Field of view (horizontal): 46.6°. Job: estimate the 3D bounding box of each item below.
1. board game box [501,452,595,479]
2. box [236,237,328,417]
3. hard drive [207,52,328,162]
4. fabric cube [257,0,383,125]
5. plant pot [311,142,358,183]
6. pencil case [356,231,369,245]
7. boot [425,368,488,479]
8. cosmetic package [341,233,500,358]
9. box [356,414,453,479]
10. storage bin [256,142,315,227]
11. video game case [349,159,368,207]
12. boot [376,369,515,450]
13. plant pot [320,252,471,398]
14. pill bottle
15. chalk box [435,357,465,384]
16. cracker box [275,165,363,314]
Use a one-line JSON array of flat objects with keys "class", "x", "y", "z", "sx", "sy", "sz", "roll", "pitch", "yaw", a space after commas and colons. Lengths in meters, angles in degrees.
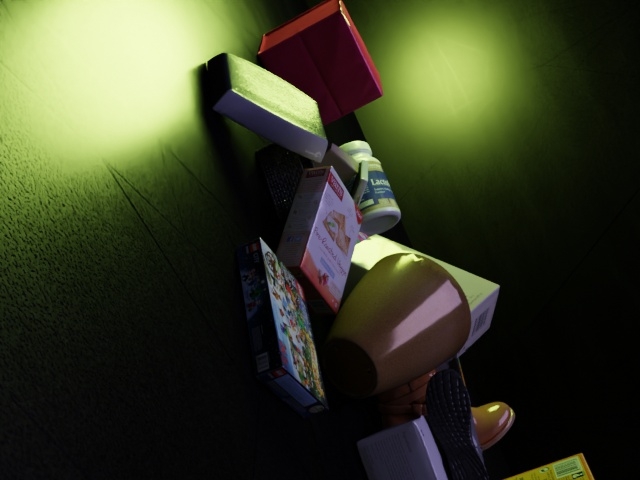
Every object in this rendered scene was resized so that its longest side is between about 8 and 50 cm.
[{"class": "board game box", "x": 0.532, "y": 0.771, "z": 1.717, "sx": 0.356, "sy": 0.356, "sz": 0.356, "roll": -26, "pitch": 93, "yaw": -79}, {"class": "box", "x": -0.058, "y": 0.131, "z": 1.125, "sx": 0.159, "sy": 0.044, "sz": 0.233, "roll": 52, "pitch": 18, "yaw": -49}, {"class": "hard drive", "x": -0.098, "y": -0.262, "z": 1.447, "sx": 0.255, "sy": 0.054, "sz": 0.172, "roll": 23, "pitch": 37, "yaw": -33}, {"class": "fabric cube", "x": 0.001, "y": -0.491, "z": 2.072, "sx": 0.258, "sy": 0.259, "sz": 0.254, "roll": 59, "pitch": 15, "yaw": -25}, {"class": "plant pot", "x": 0.033, "y": -0.203, "z": 2.042, "sx": 0.096, "sy": 0.109, "sz": 0.109, "roll": 50, "pitch": 16, "yaw": -13}, {"class": "pencil case", "x": 0.054, "y": 0.017, "z": 1.722, "sx": 0.104, "sy": 0.104, "sz": 0.236, "roll": 68, "pitch": 14, "yaw": 10}, {"class": "boot", "x": 0.265, "y": 0.383, "z": 1.436, "sx": 0.161, "sy": 0.084, "sz": 0.246, "roll": 59, "pitch": 17, "yaw": -65}, {"class": "cosmetic package", "x": 0.196, "y": 0.109, "z": 1.562, "sx": 0.160, "sy": 0.310, "sz": 0.113, "roll": -29, "pitch": 135, "yaw": -48}, {"class": "box", "x": 0.168, "y": 0.427, "z": 1.365, "sx": 0.181, "sy": 0.119, "sz": 0.181, "roll": 69, "pitch": 13, "yaw": 15}, {"class": "storage bin", "x": -0.052, "y": -0.112, "z": 1.525, "sx": 0.122, "sy": 0.084, "sz": 0.180, "roll": 37, "pitch": 32, "yaw": -67}, {"class": "video game case", "x": 0.089, "y": -0.107, "z": 1.993, "sx": 0.201, "sy": 0.023, "sz": 0.183, "roll": -80, "pitch": -170, "yaw": -69}, {"class": "boot", "x": 0.254, "y": 0.337, "z": 1.550, "sx": 0.109, "sy": 0.284, "sz": 0.220, "roll": -144, "pitch": -146, "yaw": -80}, {"class": "plant pot", "x": 0.118, "y": 0.175, "z": 1.370, "sx": 0.254, "sy": 0.237, "sz": 0.237, "roll": -31, "pitch": 98, "yaw": -50}, {"class": "pill bottle", "x": 0.131, "y": -0.159, "z": 2.249, "sx": 0.153, "sy": 0.153, "sz": 0.264, "roll": 40, "pitch": 28, "yaw": -64}, {"class": "chalk box", "x": 0.227, "y": 0.300, "z": 1.679, "sx": 0.179, "sy": 0.180, "sz": 0.288, "roll": -91, "pitch": 166, "yaw": -62}, {"class": "cracker box", "x": 0.000, "y": 0.000, "z": 1.370, "sx": 0.155, "sy": 0.067, "sz": 0.232, "roll": 54, "pitch": 41, "yaw": -44}]
